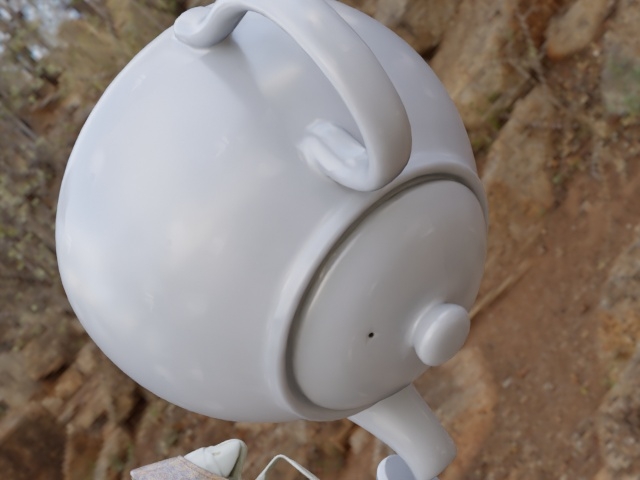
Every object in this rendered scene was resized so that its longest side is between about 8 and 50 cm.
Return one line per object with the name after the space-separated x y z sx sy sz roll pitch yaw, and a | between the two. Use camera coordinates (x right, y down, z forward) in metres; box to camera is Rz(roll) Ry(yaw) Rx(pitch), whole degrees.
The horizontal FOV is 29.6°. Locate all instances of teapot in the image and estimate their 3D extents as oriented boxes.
0.000 0.000 0.635 0.256 0.187 0.253 4 -65 -51 | teapot

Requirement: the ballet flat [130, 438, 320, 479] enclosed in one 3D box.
-0.091 0.321 1.580 0.107 0.316 0.106 50 -122 -78 | ballet flat

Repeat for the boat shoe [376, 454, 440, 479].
0.095 0.233 1.021 0.040 0.142 0.049 -36 23 38 | boat shoe
